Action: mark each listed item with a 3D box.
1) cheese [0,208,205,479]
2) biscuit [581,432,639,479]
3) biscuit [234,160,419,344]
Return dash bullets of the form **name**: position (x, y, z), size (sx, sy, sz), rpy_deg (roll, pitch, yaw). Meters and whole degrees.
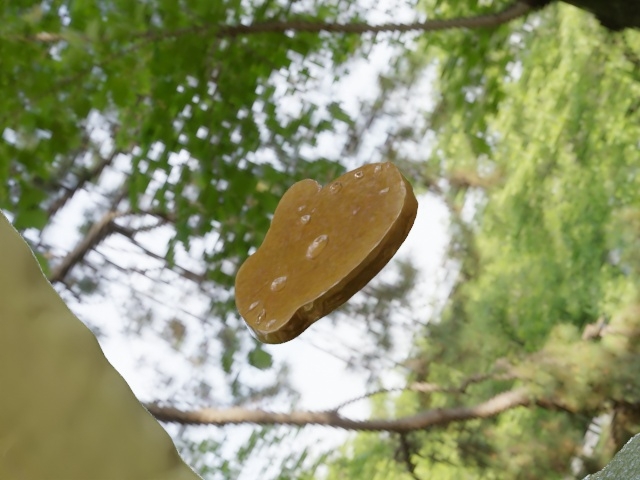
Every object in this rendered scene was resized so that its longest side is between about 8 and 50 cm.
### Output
- **cheese**: position (-0.159, 0.090, 0.380), size (0.242, 0.265, 0.124), rpy_deg (-26, 14, 48)
- **biscuit**: position (0.140, 0.180, 0.643), size (0.199, 0.040, 0.121), rpy_deg (-47, 3, 27)
- **biscuit**: position (0.001, 0.001, 0.757), size (0.140, 0.118, 0.023), rpy_deg (-37, -53, 13)
